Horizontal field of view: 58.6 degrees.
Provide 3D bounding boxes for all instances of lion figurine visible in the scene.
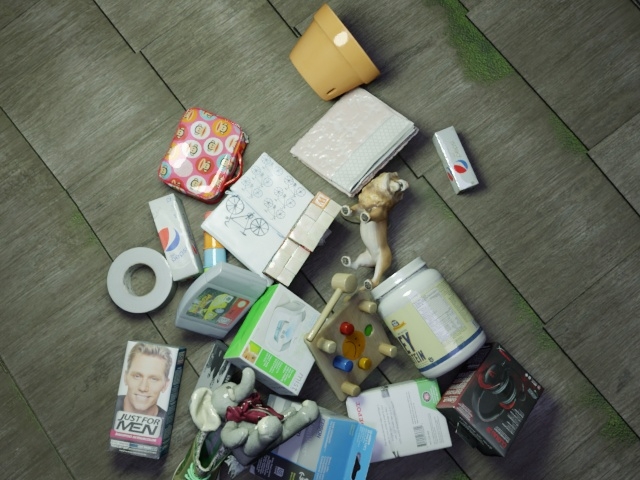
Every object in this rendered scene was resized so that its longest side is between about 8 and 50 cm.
[{"bbox_3d":[0.176,-0.021,1.837,0.142,0.240,0.391,15,110,32],"label":"lion figurine"}]

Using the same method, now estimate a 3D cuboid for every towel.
[{"bbox_3d":[0.105,-0.338,1.902,0.332,0.053,0.317,-46,57,-6],"label":"towel"}]

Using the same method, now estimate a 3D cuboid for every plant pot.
[{"bbox_3d":[0.033,-0.605,1.900,0.204,0.291,0.290,-38,82,13],"label":"plant pot"}]

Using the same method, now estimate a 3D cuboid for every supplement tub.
[{"bbox_3d":[0.328,0.236,1.774,0.236,0.235,0.324,-36,82,-2],"label":"supplement tub"}]

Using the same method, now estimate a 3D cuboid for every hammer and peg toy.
[{"bbox_3d":[0.067,0.281,1.725,0.266,0.127,0.361,-41,119,-27],"label":"hammer and peg toy"}]

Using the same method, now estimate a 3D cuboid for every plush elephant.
[{"bbox_3d":[-0.214,0.496,1.651,0.330,0.272,0.255,-45,67,27],"label":"plush elephant"}]

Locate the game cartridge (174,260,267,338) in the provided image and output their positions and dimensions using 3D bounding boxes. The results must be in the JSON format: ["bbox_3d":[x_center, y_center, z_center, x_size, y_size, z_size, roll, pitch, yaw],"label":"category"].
[{"bbox_3d":[-0.326,0.193,1.791,0.196,0.060,0.294,25,121,-28],"label":"game cartridge"}]

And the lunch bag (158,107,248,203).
[{"bbox_3d":[-0.381,-0.281,1.940,0.258,0.120,0.292,24,83,5],"label":"lunch bag"}]

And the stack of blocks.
[{"bbox_3d":[-0.063,0.001,1.809,0.087,0.171,0.297,35,80,-6],"label":"stack of blocks"}]

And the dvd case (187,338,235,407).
[{"bbox_3d":[-0.340,0.447,1.814,0.030,0.179,0.238,26,83,-28],"label":"dvd case"}]

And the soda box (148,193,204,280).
[{"bbox_3d":[-0.481,-0.006,1.918,0.091,0.098,0.286,-20,82,0],"label":"soda box"}]

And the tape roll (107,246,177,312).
[{"bbox_3d":[-0.595,0.134,1.916,0.220,0.072,0.219,0,83,2],"label":"tape roll"}]

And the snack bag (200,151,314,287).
[{"bbox_3d":[-0.181,-0.069,1.899,0.323,0.037,0.342,43,79,-3],"label":"snack bag"}]

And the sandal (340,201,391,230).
[{"bbox_3d":[0.156,-0.082,1.921,0.180,0.049,0.072,22,85,5],"label":"sandal"}]

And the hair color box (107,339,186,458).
[{"bbox_3d":[-0.558,0.507,1.845,0.174,0.105,0.346,8,82,3],"label":"hair color box"}]

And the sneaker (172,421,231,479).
[{"bbox_3d":[-0.375,0.705,1.769,0.158,0.182,0.409,21,84,5],"label":"sneaker"}]

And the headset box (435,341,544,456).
[{"bbox_3d":[0.507,0.490,1.728,0.218,0.110,0.293,46,64,-3],"label":"headset box"}]

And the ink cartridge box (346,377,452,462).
[{"bbox_3d":[0.239,0.558,1.790,0.290,0.121,0.210,-11,81,1],"label":"ink cartridge box"}]

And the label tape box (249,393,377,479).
[{"bbox_3d":[-0.027,0.635,1.721,0.348,0.115,0.248,10,81,37],"label":"label tape box"}]

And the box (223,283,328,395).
[{"bbox_3d":[-0.127,0.309,1.766,0.231,0.127,0.261,39,61,-18],"label":"box"}]

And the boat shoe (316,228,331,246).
[{"bbox_3d":[0.000,0.000,1.926,0.035,0.035,0.100,38,79,10],"label":"boat shoe"}]

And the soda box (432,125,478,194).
[{"bbox_3d":[0.452,-0.268,1.920,0.069,0.074,0.216,-22,81,-1],"label":"soda box"}]

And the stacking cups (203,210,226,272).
[{"bbox_3d":[-0.344,0.060,1.907,0.096,0.096,0.315,-2,80,3],"label":"stacking cups"}]
